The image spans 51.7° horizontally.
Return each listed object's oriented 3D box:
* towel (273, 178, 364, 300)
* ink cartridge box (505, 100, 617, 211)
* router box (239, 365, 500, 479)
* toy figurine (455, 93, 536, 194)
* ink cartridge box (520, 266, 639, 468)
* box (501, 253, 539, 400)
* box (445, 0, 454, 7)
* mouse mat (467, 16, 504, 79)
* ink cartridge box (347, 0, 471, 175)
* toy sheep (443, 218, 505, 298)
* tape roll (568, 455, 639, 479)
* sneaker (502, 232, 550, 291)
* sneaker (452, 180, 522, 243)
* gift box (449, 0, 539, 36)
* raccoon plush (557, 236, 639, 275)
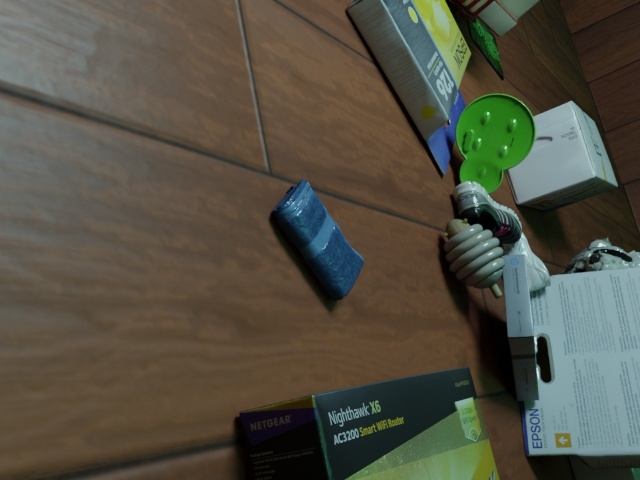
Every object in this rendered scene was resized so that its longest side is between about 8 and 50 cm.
[{"bbox_3d":[0.000,0.000,0.680,0.119,0.029,0.067,56,34,-20],"label":"towel"},{"bbox_3d":[0.515,-0.173,1.434,0.232,0.171,0.168,3,69,-56],"label":"ink cartridge box"},{"bbox_3d":[0.075,0.250,0.595,0.308,0.081,0.243,8,65,-55],"label":"router box"},{"bbox_3d":[0.300,-0.156,1.167,0.159,0.130,0.173,7,100,-77],"label":"toy figurine"},{"bbox_3d":[0.483,0.193,1.049,0.071,0.329,0.324,61,28,-46],"label":"ink cartridge box"},{"bbox_3d":[0.303,0.135,0.998,0.186,0.038,0.145,68,23,-46],"label":"box"},{"bbox_3d":[0.281,-0.595,1.458,0.225,0.036,0.136,62,33,-9],"label":"box"},{"bbox_3d":[0.397,-0.494,1.606,0.189,0.007,0.153,33,46,-45],"label":"mouse mat"},{"bbox_3d":[0.183,-0.313,1.113,0.307,0.072,0.304,54,34,-19],"label":"ink cartridge box"},{"bbox_3d":[0.225,0.025,0.958,0.132,0.091,0.091,55,29,13],"label":"toy sheep"},{"bbox_3d":[0.545,0.384,1.217,0.286,0.100,0.286,35,45,-43],"label":"tape roll"},{"bbox_3d":[0.341,0.027,1.161,0.054,0.061,0.152,64,2,-52],"label":"sneaker"},{"bbox_3d":[0.278,-0.027,1.092,0.170,0.063,0.075,34,45,-36],"label":"sneaker"},{"bbox_3d":[0.328,-0.585,1.284,0.255,0.258,0.277,27,38,-36],"label":"gift box"},{"bbox_3d":[0.624,0.204,1.302,0.299,0.216,0.447,39,-27,59],"label":"raccoon plush"}]
